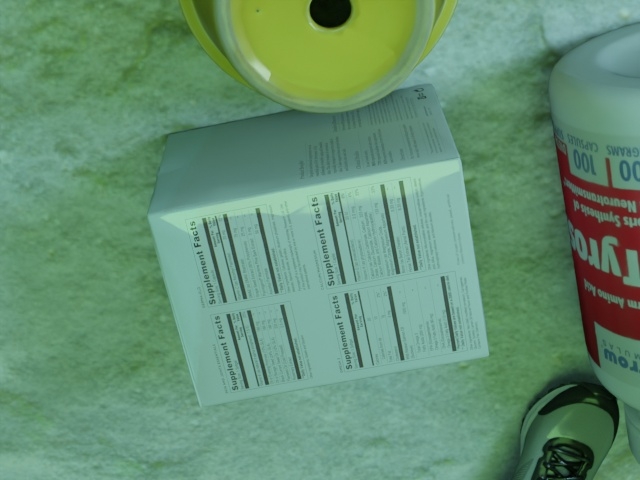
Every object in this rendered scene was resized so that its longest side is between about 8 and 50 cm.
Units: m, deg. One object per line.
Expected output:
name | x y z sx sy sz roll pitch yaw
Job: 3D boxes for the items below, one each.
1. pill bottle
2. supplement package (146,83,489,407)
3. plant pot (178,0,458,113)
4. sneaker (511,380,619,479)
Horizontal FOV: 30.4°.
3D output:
pill bottle | 0.348 0.016 1.081 0.229 0.229 0.407 -12 114 4
supplement package | 0.000 0.000 1.080 0.263 0.199 0.198 -10 115 3
plant pot | 0.001 -0.215 0.962 0.254 0.239 0.254 -1 115 -2
sneaker | 0.245 0.272 1.263 0.100 0.108 0.271 21 111 -9
